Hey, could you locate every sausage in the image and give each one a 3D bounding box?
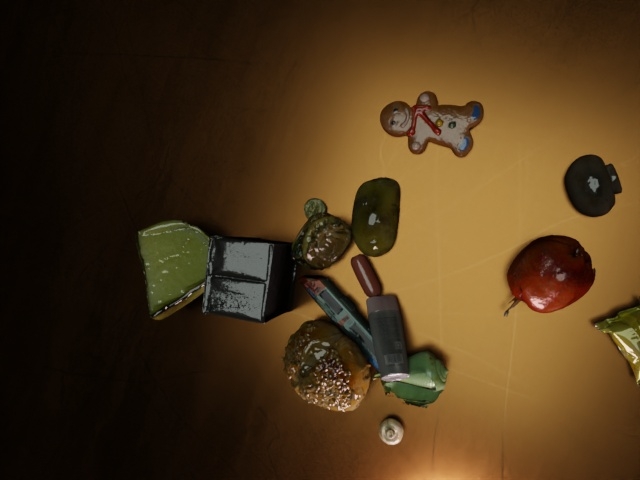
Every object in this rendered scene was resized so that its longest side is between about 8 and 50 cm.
[{"bbox_3d":[0.152,0.120,1.688,0.062,0.062,0.154,-28,82,15],"label":"sausage"}]

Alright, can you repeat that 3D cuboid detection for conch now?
[{"bbox_3d":[0.297,0.451,1.607,0.251,0.137,0.143,-39,102,24],"label":"conch"}]

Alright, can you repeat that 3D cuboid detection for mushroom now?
[{"bbox_3d":[0.232,0.629,1.660,0.084,0.067,0.083,-3,82,19],"label":"mushroom"},{"bbox_3d":[0.799,-0.160,1.478,0.141,0.117,0.188,-20,89,27],"label":"mushroom"}]

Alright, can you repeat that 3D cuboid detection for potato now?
[{"bbox_3d":[0.174,-0.080,1.660,0.160,0.111,0.271,7,93,15],"label":"potato"},{"bbox_3d":[-0.485,0.097,1.830,0.280,0.213,0.330,-18,75,-2],"label":"potato"}]

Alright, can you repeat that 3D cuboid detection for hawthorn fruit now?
[{"bbox_3d":[0.645,0.118,1.475,0.211,0.211,0.299,46,112,12],"label":"hawthorn fruit"}]

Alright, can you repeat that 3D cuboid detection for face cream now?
[{"bbox_3d":[0.216,0.304,1.603,0.107,0.073,0.269,-2,59,-9],"label":"face cream"}]

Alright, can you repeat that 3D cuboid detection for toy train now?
[{"bbox_3d":[0.089,0.255,1.695,0.089,0.086,0.409,-45,78,11],"label":"toy train"}]

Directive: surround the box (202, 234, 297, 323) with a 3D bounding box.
[{"bbox_3d":[-0.216,0.118,1.658,0.205,0.345,0.251,8,91,11],"label":"box"}]

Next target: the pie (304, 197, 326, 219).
[{"bbox_3d":[-0.019,-0.109,1.763,0.084,0.021,0.084,0,89,21],"label":"pie"}]

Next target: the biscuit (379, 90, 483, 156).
[{"bbox_3d":[0.348,-0.381,1.642,0.324,0.049,0.205,18,96,18],"label":"biscuit"}]

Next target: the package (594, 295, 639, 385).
[{"bbox_3d":[0.920,0.287,1.443,0.168,0.090,0.226,-33,83,11],"label":"package"}]

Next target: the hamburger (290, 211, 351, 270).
[{"bbox_3d":[0.000,0.000,1.688,0.206,0.183,0.130,-54,42,12],"label":"hamburger"}]

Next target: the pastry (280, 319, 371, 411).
[{"bbox_3d":[0.006,0.418,1.632,0.316,0.184,0.284,44,126,19],"label":"pastry"}]
